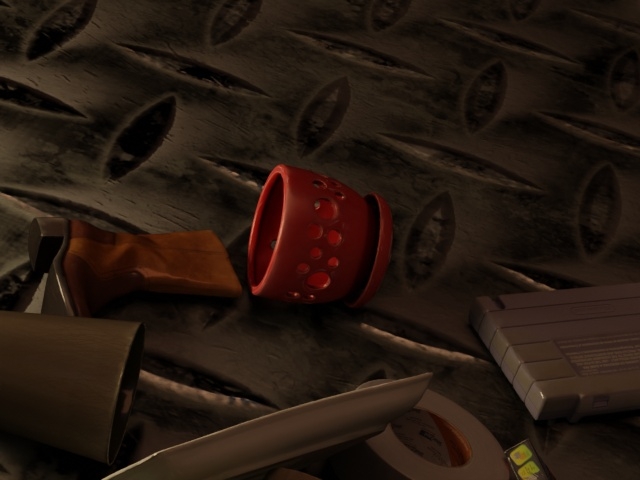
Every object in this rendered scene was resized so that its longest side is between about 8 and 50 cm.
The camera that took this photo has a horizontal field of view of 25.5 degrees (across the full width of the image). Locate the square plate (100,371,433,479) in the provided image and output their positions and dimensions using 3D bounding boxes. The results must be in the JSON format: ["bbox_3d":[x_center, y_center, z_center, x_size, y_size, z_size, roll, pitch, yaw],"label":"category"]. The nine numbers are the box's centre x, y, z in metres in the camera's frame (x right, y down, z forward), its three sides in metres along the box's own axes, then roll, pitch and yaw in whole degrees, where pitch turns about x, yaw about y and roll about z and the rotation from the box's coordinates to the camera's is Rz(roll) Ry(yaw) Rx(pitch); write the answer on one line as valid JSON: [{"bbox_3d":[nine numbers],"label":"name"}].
[{"bbox_3d":[-0.089,0.245,1.573,0.347,0.344,0.049,-12,77,-32],"label":"square plate"}]

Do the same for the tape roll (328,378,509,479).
[{"bbox_3d":[0.121,0.268,1.748,0.219,0.072,0.219,22,26,-11],"label":"tape roll"}]

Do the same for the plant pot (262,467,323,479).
[{"bbox_3d":[0.013,0.395,1.455,0.284,0.284,0.191,28,68,17],"label":"plant pot"}]

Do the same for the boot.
[{"bbox_3d":[-0.246,0.070,1.943,0.280,0.096,0.264,6,28,-25],"label":"boot"}]

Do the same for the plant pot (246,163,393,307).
[{"bbox_3d":[0.000,0.000,2.015,0.174,0.191,0.191,11,35,-17],"label":"plant pot"}]

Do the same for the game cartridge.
[{"bbox_3d":[0.418,0.159,2.059,0.355,0.068,0.230,-3,43,-24],"label":"game cartridge"}]

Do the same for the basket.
[{"bbox_3d":[-0.343,0.163,1.706,0.226,0.154,0.204,10,34,-1],"label":"basket"}]

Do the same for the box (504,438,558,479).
[{"bbox_3d":[0.292,0.351,1.711,0.036,0.114,0.207,-30,42,8],"label":"box"}]
